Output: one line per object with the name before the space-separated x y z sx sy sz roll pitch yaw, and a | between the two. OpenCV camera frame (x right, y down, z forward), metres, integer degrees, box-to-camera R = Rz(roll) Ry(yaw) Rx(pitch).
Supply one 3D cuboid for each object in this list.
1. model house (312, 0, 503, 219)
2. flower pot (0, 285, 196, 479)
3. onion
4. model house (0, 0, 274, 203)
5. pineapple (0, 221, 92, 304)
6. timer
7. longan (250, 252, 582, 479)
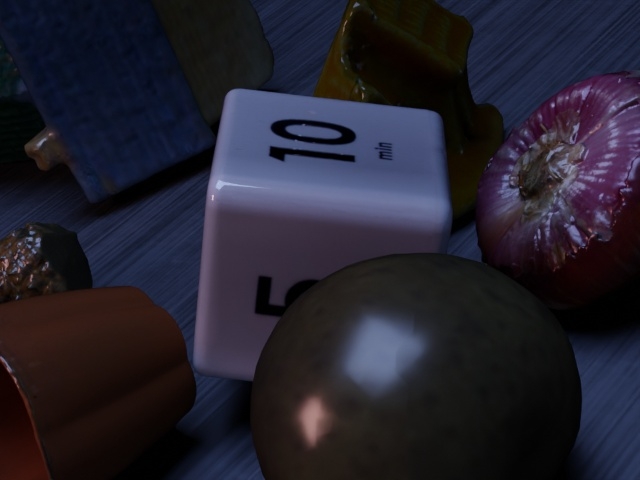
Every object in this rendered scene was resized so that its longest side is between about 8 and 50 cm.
model house | 0.076 -0.141 1.413 0.173 0.239 0.268 -8 30 14
flower pot | -0.208 0.123 1.185 0.173 0.190 0.191 -25 29 -36
onion | 0.250 -0.035 1.251 0.230 0.163 0.230 -41 36 38
model house | -0.325 -0.245 1.717 0.382 0.334 0.342 -6 28 37
pineapple | -0.333 0.054 1.453 0.198 0.108 0.108 -21 28 18
timer | 0.000 0.000 1.214 0.195 0.194 0.192 7 31 -3
longan | 0.064 0.124 1.019 0.246 0.215 0.246 -9 59 15
